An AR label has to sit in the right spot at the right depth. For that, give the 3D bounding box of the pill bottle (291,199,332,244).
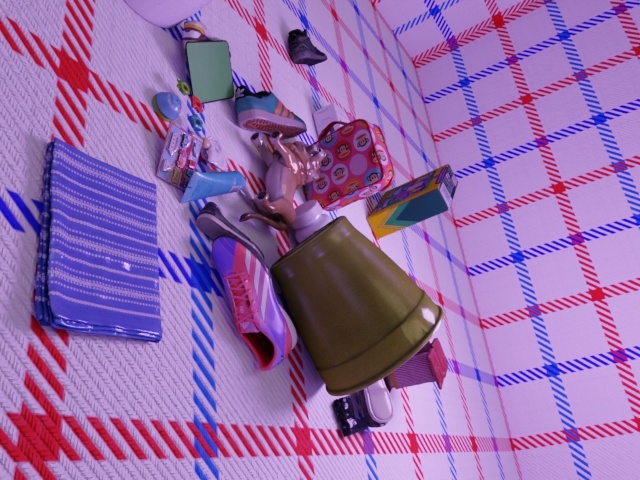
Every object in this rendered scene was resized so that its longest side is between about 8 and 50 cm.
[{"bbox_3d":[0.000,0.000,1.573,0.221,0.121,0.121,58,28,-20],"label":"pill bottle"}]

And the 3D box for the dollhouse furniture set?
[{"bbox_3d":[0.244,0.295,1.734,0.374,0.201,0.152,67,26,-6],"label":"dollhouse furniture set"}]

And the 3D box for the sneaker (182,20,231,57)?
[{"bbox_3d":[-0.305,-0.505,1.436,0.185,0.069,0.084,18,78,-63],"label":"sneaker"}]

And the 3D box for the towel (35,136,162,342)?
[{"bbox_3d":[-0.373,0.006,0.949,0.243,0.040,0.336,27,48,-55],"label":"towel"}]

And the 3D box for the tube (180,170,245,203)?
[{"bbox_3d":[-0.249,-0.131,1.261,0.052,0.080,0.207,29,19,15],"label":"tube"}]

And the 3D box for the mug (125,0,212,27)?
[{"bbox_3d":[-0.332,-0.713,1.222,0.374,0.328,0.276,14,58,-59],"label":"mug"}]

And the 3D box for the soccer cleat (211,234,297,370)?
[{"bbox_3d":[-0.157,0.138,1.197,0.318,0.108,0.116,64,30,-16],"label":"soccer cleat"}]

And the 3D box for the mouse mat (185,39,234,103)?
[{"bbox_3d":[-0.284,-0.439,1.403,0.189,0.007,0.153,-37,128,-58],"label":"mouse mat"}]

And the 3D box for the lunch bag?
[{"bbox_3d":[0.068,-0.247,1.694,0.120,0.293,0.258,0,72,-58],"label":"lunch bag"}]

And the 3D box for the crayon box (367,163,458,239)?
[{"bbox_3d":[0.383,-0.163,2.207,0.106,0.313,0.363,60,28,-11],"label":"crayon box"}]

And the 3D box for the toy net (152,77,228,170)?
[{"bbox_3d":[-0.298,-0.264,1.289,0.232,0.045,0.122,57,27,-26],"label":"toy net"}]

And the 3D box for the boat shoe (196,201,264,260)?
[{"bbox_3d":[-0.199,-0.013,1.256,0.206,0.075,0.065,43,39,-34],"label":"boat shoe"}]

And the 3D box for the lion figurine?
[{"bbox_3d":[-0.108,-0.148,1.496,0.240,0.142,0.392,53,43,-44],"label":"lion figurine"}]

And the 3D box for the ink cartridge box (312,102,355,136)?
[{"bbox_3d":[0.076,-0.363,2.008,0.172,0.100,0.237,14,59,-59],"label":"ink cartridge box"}]

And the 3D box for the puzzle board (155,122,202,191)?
[{"bbox_3d":[-0.309,-0.181,1.191,0.096,0.011,0.128,30,65,-52],"label":"puzzle board"}]

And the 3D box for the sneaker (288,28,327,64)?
[{"bbox_3d":[-0.049,-0.738,2.059,0.227,0.087,0.130,-21,96,-59],"label":"sneaker"}]

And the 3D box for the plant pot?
[{"bbox_3d":[0.064,0.140,1.388,0.353,0.366,0.366,54,28,-4],"label":"plant pot"}]

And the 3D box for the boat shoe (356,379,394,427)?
[{"bbox_3d":[0.134,0.387,1.607,0.112,0.095,0.335,5,57,-22],"label":"boat shoe"}]

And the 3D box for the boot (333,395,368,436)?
[{"bbox_3d":[0.083,0.475,1.474,0.121,0.045,0.099,14,56,-58],"label":"boot"}]

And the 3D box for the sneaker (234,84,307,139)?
[{"bbox_3d":[-0.141,-0.381,1.597,0.302,0.108,0.121,1,75,-61],"label":"sneaker"}]
